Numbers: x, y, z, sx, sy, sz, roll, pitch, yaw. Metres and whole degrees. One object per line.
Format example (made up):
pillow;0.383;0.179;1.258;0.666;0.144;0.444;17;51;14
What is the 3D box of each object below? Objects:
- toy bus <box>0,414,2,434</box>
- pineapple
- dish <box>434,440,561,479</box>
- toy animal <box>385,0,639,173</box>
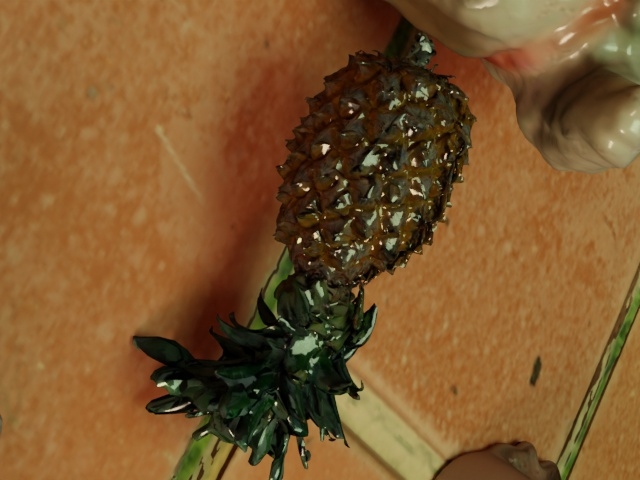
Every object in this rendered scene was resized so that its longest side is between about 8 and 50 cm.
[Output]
toy bus;-0.189;0.183;0.584;0.090;0.112;0.274;5;94;-51
pineapple;0.000;0.001;0.772;0.103;0.083;0.221;27;90;-34
dish;0.135;0.228;1.012;0.213;0.090;0.213;-15;110;-48
toy animal;0.144;-0.192;0.882;0.308;0.188;0.266;-63;171;-3
